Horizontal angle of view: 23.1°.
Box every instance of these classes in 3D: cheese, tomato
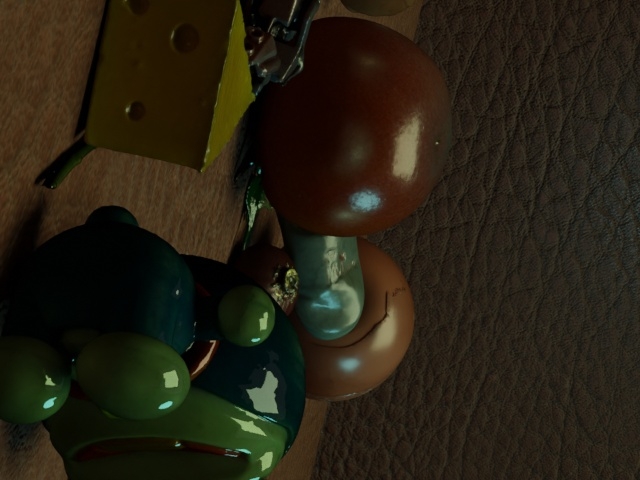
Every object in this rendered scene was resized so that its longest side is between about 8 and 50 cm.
[{"bbox_3d":[-0.103,-0.123,1.169,0.171,0.093,0.126,-31,133,-82],"label":"cheese"},{"bbox_3d":[0.034,-0.129,1.811,0.256,0.224,0.256,11,90,-69],"label":"tomato"}]

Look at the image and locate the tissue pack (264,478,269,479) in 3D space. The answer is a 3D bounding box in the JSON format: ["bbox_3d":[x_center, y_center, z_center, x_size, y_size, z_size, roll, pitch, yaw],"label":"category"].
[{"bbox_3d":[-0.064,0.408,1.982,0.134,0.271,0.192,-67,172,-73],"label":"tissue pack"}]

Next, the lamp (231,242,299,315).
[{"bbox_3d":[-0.069,0.054,1.911,0.101,0.090,0.101,13,74,-52],"label":"lamp"}]

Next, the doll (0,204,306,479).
[{"bbox_3d":[-0.116,0.089,1.122,0.322,0.198,0.186,71,21,-63],"label":"doll"}]

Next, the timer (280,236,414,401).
[{"bbox_3d":[0.013,0.102,2.118,0.215,0.229,0.230,112,-5,-75],"label":"timer"}]

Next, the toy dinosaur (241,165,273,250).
[{"bbox_3d":[-0.082,-0.046,1.894,0.120,0.029,0.060,-67,156,-18],"label":"toy dinosaur"}]

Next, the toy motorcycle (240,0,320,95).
[{"bbox_3d":[-0.048,-0.212,1.518,0.212,0.084,0.118,-61,174,-48],"label":"toy motorcycle"}]

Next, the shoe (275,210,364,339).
[{"bbox_3d":[0.000,0.000,1.966,0.100,0.103,0.251,163,-88,-73],"label":"shoe"}]

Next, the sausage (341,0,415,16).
[{"bbox_3d":[0.086,-0.418,2.020,0.304,0.121,0.121,97,10,-50],"label":"sausage"}]

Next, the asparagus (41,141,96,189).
[{"bbox_3d":[-0.167,-0.064,1.110,0.016,0.013,0.166,60,20,-13],"label":"asparagus"}]
